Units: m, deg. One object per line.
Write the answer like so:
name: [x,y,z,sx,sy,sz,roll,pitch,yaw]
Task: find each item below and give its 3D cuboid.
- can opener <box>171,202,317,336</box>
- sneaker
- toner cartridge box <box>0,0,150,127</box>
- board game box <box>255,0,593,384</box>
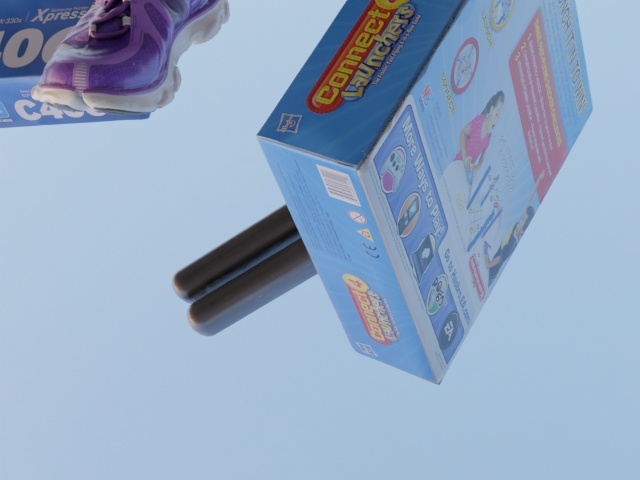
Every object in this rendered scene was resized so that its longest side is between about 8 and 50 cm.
can opener: [0.000,0.000,1.466,0.283,0.095,0.076,-31,-114,8]
sneaker: [-0.098,-0.118,0.787,0.068,0.071,0.170,7,-145,13]
toner cartridge box: [-0.326,-0.195,1.564,0.347,0.075,0.165,-3,-129,17]
board game box: [0.099,-0.094,1.218,0.086,0.308,0.302,19,-116,27]
